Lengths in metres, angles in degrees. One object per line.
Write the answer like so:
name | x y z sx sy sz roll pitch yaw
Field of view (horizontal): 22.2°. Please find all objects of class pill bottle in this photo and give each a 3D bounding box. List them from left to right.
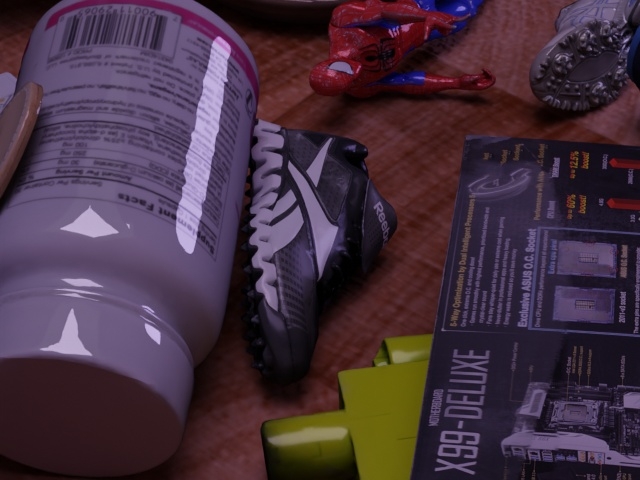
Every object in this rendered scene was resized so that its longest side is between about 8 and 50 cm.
pill bottle | -0.131 -0.008 1.013 0.160 0.160 0.283 4 52 5

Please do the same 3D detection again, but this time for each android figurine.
android figurine | 0.106 0.139 0.939 0.272 0.056 0.248 -7 41 -7

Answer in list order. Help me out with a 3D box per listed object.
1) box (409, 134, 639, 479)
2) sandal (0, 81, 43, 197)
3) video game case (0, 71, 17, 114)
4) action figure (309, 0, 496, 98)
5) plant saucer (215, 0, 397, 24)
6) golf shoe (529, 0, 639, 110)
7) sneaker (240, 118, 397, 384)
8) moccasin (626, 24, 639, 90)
box | 0.185 0.065 0.919 0.242 0.077 0.307 4 41 8
sandal | -0.259 -0.009 0.974 0.079 0.240 0.088 27 23 -24
video game case | -0.252 -0.026 1.156 0.206 0.026 0.227 -28 48 -28
action figure | 0.111 -0.175 1.267 0.139 0.091 0.280 20 44 39
plant saucer | -0.004 -0.269 1.422 0.277 0.041 0.278 0 42 0
golf shoe | 0.210 -0.154 1.284 0.176 0.069 0.086 -31 29 -34
sneaker | 0.000 0.000 1.083 0.106 0.078 0.234 0 41 -2
moccasin | 0.401 -0.154 1.213 0.342 0.138 0.117 -14 47 -14
